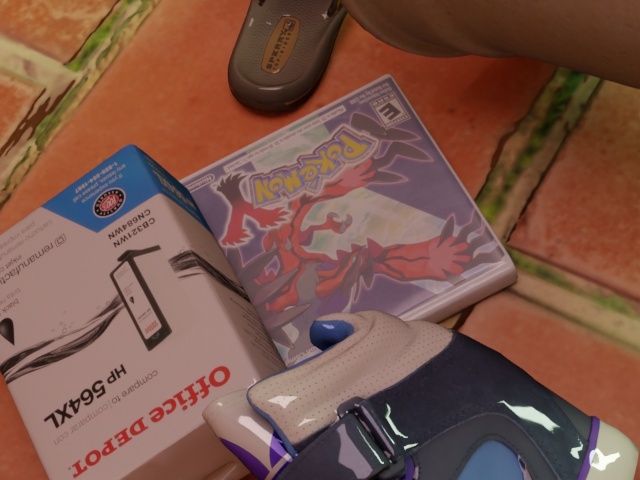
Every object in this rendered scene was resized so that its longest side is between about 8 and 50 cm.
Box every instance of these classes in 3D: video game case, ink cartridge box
[{"bbox_3d":[0.000,0.000,1.247,0.201,0.023,0.183,-27,58,-5],"label":"video game case"},{"bbox_3d":[-0.119,0.066,1.181,0.148,0.086,0.203,-35,58,6],"label":"ink cartridge box"}]

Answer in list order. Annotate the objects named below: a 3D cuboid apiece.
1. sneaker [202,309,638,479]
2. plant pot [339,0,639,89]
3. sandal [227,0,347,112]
[{"bbox_3d":[0.021,0.185,1.037,0.236,0.130,0.322,26,58,3],"label":"sneaker"},{"bbox_3d":[0.216,-0.212,1.113,0.334,0.334,0.305,-46,50,-15],"label":"plant pot"},{"bbox_3d":[-0.017,-0.194,1.342,0.090,0.060,0.219,12,63,18],"label":"sandal"}]
